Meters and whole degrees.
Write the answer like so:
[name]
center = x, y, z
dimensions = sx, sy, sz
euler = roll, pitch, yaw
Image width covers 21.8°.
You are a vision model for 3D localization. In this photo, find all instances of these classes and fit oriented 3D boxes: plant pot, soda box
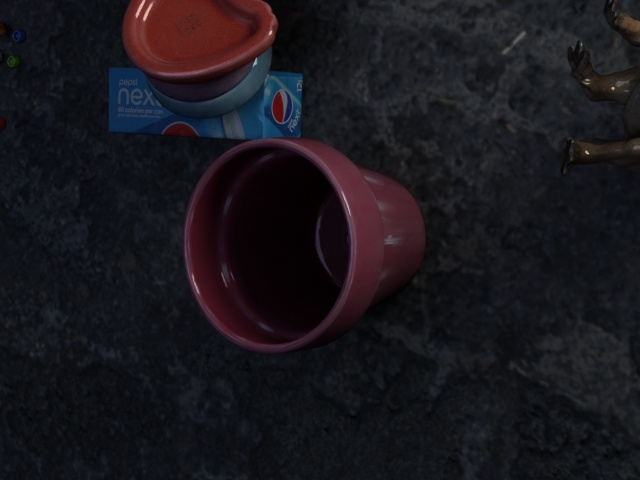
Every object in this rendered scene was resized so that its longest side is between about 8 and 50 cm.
[plant pot]
center = 0.000, 0.000, 1.584
dimensions = 0.201, 0.180, 0.201
euler = 3, 96, 35
[soda box]
center = -0.122, -0.143, 1.729
dimensions = 0.210, 0.067, 0.071
euler = 6, 96, 35

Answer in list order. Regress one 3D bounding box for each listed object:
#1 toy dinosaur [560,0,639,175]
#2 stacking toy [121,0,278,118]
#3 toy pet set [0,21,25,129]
[toy dinosaur]
center = 0.321, -0.119, 1.393
dimensions = 0.296, 0.200, 0.127
euler = 122, 155, -52
[stacking toy]
center = -0.088, -0.281, 1.671
dimensions = 0.279, 0.130, 0.309
euler = -25, 63, 3
[toy pet set]
center = -0.416, -0.201, 1.933
dimensions = 0.114, 0.065, 0.122
euler = 24, 106, 32
